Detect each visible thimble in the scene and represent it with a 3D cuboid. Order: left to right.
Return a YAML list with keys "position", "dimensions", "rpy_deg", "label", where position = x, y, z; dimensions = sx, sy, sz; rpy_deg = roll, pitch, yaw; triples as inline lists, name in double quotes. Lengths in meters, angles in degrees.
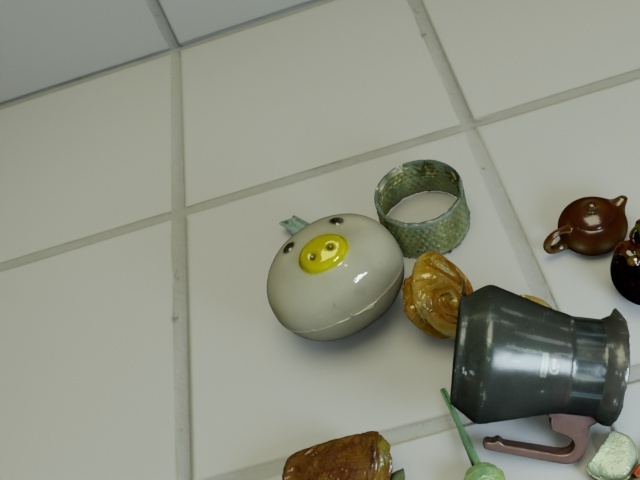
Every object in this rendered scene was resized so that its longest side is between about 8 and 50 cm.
- position: [0.292, -0.095, 2.243]
  dimensions: [0.271, 0.150, 0.270]
  rpy_deg: [-10, 48, 12]
  label: "thimble"

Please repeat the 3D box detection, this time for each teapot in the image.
- position: [0.468, 0.295, 1.697]
  dimensions: [0.362, 0.376, 0.305]
  rpy_deg: [6, 12, 10]
  label: "teapot"
- position: [0.698, -0.044, 2.062]
  dimensions: [0.252, 0.135, 0.178]
  rpy_deg: [-26, 43, -5]
  label: "teapot"

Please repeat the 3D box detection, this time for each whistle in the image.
- position: [0.000, 0.000, 2.329]
  dimensions: [0.312, 0.062, 0.062]
  rpy_deg: [29, 64, 37]
  label: "whistle"

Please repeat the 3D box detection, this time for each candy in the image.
- position: [0.335, 0.465, 1.798]
  dimensions: [0.092, 0.093, 0.335]
  rpy_deg: [-8, 36, -9]
  label: "candy"

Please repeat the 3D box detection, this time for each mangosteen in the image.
- position: [0.796, 0.050, 1.875]
  dimensions: [0.194, 0.230, 0.194]
  rpy_deg: [-13, 35, 9]
  label: "mangosteen"

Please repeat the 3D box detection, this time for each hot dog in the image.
- position: [0.050, 0.527, 1.775]
  dimensions: [0.272, 0.122, 0.196]
  rpy_deg: [-22, 34, 22]
  label: "hot dog"

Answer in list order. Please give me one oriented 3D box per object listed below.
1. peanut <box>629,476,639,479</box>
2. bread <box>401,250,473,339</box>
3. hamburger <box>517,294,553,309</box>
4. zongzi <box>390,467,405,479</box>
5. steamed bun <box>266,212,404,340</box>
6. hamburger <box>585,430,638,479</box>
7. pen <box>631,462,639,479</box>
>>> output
- position: [0.673, 0.580, 1.537]
  dimensions: [0.197, 0.110, 0.233]
  rpy_deg: [-3, 48, 18]
  label: "peanut"
- position: [0.307, 0.147, 1.997]
  dimensions: [0.120, 0.198, 0.236]
  rpy_deg: [-39, 26, 36]
  label: "bread"
- position: [0.486, 0.227, 1.916]
  dimensions: [0.214, 0.108, 0.213]
  rpy_deg: [-10, 47, 11]
  label: "hamburger"
- position: [0.148, 0.586, 1.712]
  dimensions: [0.062, 0.130, 0.154]
  rpy_deg: [21, 55, -2]
  label: "zongzi"
- position: [0.038, 0.096, 2.060]
  dimensions: [0.374, 0.334, 0.334]
  rpy_deg: [-28, 47, -2]
  label: "steamed bun"
- position: [0.638, 0.477, 1.683]
  dimensions: [0.121, 0.054, 0.084]
  rpy_deg: [-43, 55, -16]
  label: "hamburger"
- position: [0.742, 0.430, 1.680]
  dimensions: [0.239, 0.028, 0.028]
  rpy_deg: [-38, 48, -25]
  label: "pen"
